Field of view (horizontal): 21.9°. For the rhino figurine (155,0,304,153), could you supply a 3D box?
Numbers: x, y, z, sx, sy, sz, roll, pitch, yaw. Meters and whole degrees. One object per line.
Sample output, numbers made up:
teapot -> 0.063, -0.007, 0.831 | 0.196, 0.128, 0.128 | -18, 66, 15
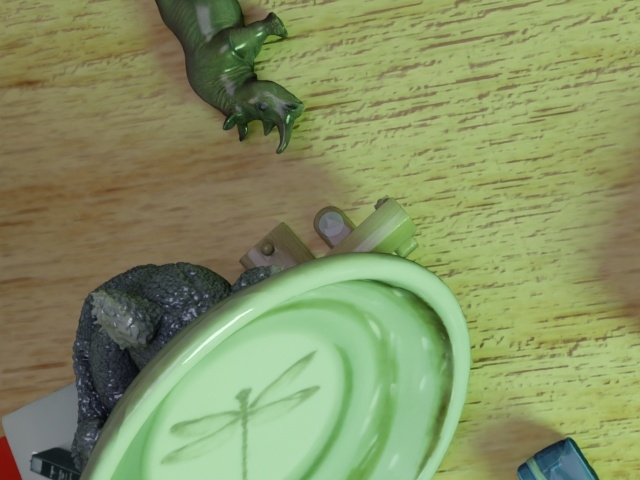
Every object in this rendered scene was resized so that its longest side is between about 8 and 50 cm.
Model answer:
rhino figurine -> -0.085, -0.188, 1.594 | 0.106, 0.073, 0.243 | -26, 76, 5

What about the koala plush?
koala plush -> -0.128, 0.086, 1.451 | 0.196, 0.221, 0.203 | -8, 70, -16

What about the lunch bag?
lunch bag -> 0.215, 0.227, 1.437 | 0.065, 0.067, 0.098 | -34, 74, 7

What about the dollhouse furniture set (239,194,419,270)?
dollhouse furniture set -> 0.000, 0.000, 1.493 | 0.144, 0.151, 0.123 | -42, 72, 0

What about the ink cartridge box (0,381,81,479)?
ink cartridge box -> -0.240, 0.289, 1.554 | 0.239, 0.060, 0.275 | -26, 74, 8

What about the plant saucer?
plant saucer -> -0.055, 0.164, 1.371 | 0.400, 0.400, 0.100 | -51, 51, 1
